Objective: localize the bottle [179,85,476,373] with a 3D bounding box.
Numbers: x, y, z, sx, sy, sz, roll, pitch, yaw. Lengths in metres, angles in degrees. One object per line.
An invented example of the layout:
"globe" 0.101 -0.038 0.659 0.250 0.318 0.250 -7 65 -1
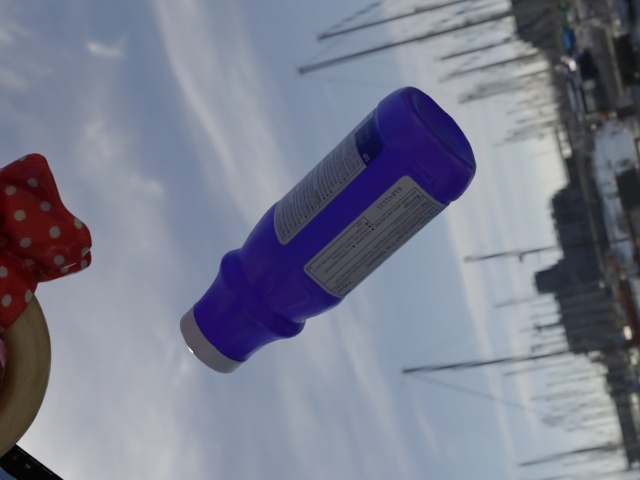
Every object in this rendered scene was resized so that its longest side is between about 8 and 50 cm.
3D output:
"bottle" 0.000 0.000 0.947 0.092 0.283 0.118 42 -160 -15

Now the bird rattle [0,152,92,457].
"bird rattle" -0.265 0.058 0.790 0.253 0.143 0.207 -18 -78 -45

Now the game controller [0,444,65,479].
"game controller" -0.267 0.295 1.067 0.166 0.319 0.067 -46 -16 -41
